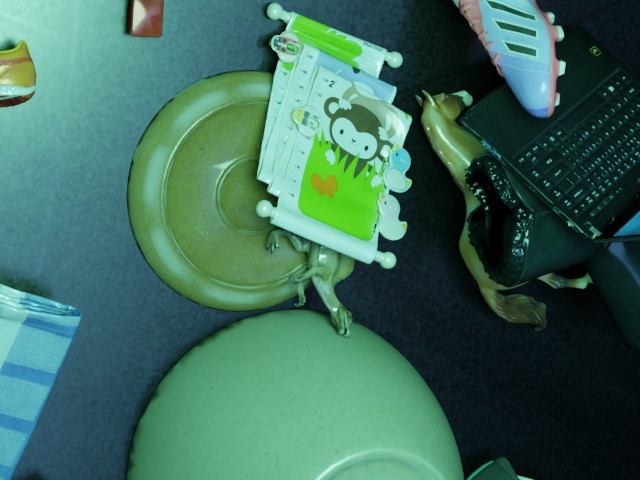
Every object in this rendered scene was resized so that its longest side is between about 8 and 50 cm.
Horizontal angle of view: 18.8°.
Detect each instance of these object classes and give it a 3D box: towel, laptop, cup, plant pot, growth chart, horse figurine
[{"bbox_3d":[-0.375,0.112,1.734,0.285,0.034,0.209,17,112,-26],"label":"towel"},{"bbox_3d":[0.311,-0.110,1.825,0.264,0.136,0.234,44,46,9],"label":"laptop"},{"bbox_3d":[0.006,0.248,1.830,0.331,0.237,0.331,-3,100,-20],"label":"cup"},{"bbox_3d":[-0.068,-0.045,1.865,0.236,0.032,0.236,-4,101,-20],"label":"plant pot"},{"bbox_3d":[0.016,-0.098,1.849,0.172,0.021,0.237,14,68,-24],"label":"growth chart"},{"bbox_3d":[0.193,-0.028,1.951,0.174,0.066,0.263,-9,99,-27],"label":"horse figurine"}]

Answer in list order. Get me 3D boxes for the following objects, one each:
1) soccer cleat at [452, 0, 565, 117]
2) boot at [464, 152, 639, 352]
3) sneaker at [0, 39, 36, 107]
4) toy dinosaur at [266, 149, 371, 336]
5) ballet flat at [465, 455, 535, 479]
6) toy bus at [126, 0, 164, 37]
[{"bbox_3d":[0.170,-0.213,1.846,0.095,0.083,0.248,-5,56,-5],"label":"soccer cleat"},{"bbox_3d":[0.245,0.018,1.890,0.207,0.094,0.246,-17,94,-36],"label":"boot"},{"bbox_3d":[-0.344,-0.150,1.735,0.175,0.064,0.067,-5,81,-25],"label":"sneaker"},{"bbox_3d":[0.000,0.000,1.863,0.092,0.053,0.183,7,83,-40],"label":"toy dinosaur"},{"bbox_3d":[0.259,0.323,2.021,0.280,0.095,0.096,41,71,-22],"label":"ballet flat"},{"bbox_3d":[-0.179,-0.284,1.744,0.191,0.104,0.202,33,86,-22],"label":"toy bus"}]
